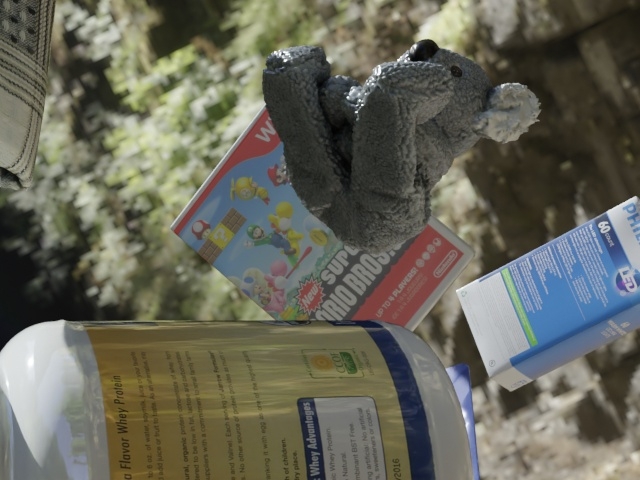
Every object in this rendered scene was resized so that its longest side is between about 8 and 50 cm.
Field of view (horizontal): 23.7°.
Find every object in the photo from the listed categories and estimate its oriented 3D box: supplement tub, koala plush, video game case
[{"bbox_3d":[-0.088,0.162,0.944,0.316,0.228,0.228,1,-6,-19],"label":"supplement tub"},{"bbox_3d":[0.088,-0.115,1.494,0.196,0.203,0.221,13,34,40],"label":"koala plush"},{"bbox_3d":[0.000,0.000,1.686,0.204,0.285,0.025,-51,-9,12],"label":"video game case"}]

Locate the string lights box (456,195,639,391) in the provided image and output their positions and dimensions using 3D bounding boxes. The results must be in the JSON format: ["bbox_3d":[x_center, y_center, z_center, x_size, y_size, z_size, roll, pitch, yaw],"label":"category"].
[{"bbox_3d":[0.314,0.069,1.901,0.260,0.133,0.077,-28,-30,17],"label":"string lights box"}]

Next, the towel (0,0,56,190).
[{"bbox_3d":[-0.286,-0.232,1.024,0.056,0.312,0.324,-14,-29,30],"label":"towel"}]

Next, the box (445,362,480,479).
[{"bbox_3d":[0.017,0.173,1.235,0.225,0.036,0.136,-21,38,18],"label":"box"}]
